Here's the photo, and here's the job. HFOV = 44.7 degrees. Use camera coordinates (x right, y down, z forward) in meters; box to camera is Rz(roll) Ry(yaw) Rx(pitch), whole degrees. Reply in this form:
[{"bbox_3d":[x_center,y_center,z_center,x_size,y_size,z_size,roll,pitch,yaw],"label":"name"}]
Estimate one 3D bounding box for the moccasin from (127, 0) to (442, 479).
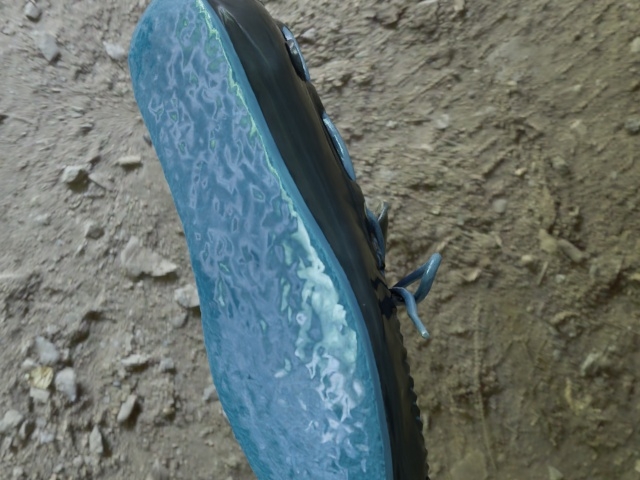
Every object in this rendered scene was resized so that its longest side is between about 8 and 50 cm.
[{"bbox_3d":[0.000,0.000,0.450,0.117,0.137,0.342,-7,79,-49],"label":"moccasin"}]
